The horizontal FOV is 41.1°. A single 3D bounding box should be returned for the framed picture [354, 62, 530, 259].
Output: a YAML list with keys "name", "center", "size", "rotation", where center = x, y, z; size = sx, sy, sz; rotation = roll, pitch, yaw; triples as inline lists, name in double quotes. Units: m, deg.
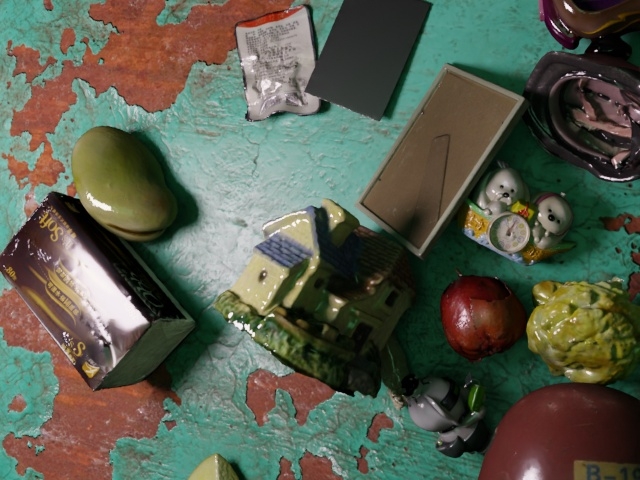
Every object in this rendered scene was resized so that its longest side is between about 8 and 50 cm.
- name: "framed picture"
  center: [0.206, -0.149, 1.523]
  size: [0.324, 0.020, 0.240]
  rotation: [-58, 37, 7]

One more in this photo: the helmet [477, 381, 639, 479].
- name: "helmet"
  center: [0.424, 0.338, 1.318]
  size: [0.384, 0.337, 0.230]
  rotation: [6, 82, 1]

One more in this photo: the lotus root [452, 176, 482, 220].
- name: "lotus root"
  center: [0.247, -0.105, 1.540]
  size: [0.088, 0.088, 0.165]
  rotation: [25, 89, 19]

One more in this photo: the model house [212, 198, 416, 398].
- name: "model house"
  center: [0.024, 0.091, 1.468]
  size: [0.261, 0.321, 0.266]
  rotation: [30, 88, 40]

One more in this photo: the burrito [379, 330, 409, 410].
- name: "burrito"
  center: [0.129, 0.219, 1.580]
  size: [0.058, 0.045, 0.188]
  rotation: [-21, 77, 4]

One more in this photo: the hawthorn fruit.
- name: "hawthorn fruit"
  center: [0.276, 0.122, 1.489]
  size: [0.148, 0.148, 0.172]
  rotation: [-28, 62, 16]

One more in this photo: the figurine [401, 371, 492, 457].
- name: "figurine"
  center: [0.218, 0.298, 1.492]
  size: [0.192, 0.147, 0.126]
  rotation: [40, 69, -15]

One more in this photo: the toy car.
- name: "toy car"
  center: [0.522, -0.443, 1.379]
  size: [0.340, 0.240, 0.271]
  rotation: [-6, 83, 16]

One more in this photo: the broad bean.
- name: "broad bean"
  center: [-0.404, -0.113, 1.737]
  size: [0.263, 0.189, 0.121]
  rotation: [56, 144, 15]

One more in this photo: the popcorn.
- name: "popcorn"
  center: [0.434, 0.138, 1.416]
  size: [0.197, 0.212, 0.198]
  rotation: [-6, 116, -12]

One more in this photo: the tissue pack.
- name: "tissue pack"
  center: [-0.450, 0.097, 1.715]
  size: [0.370, 0.198, 0.210]
  rotation: [46, 104, 18]

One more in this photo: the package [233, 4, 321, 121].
- name: "package"
  center: [-0.084, -0.345, 1.700]
  size: [0.166, 0.040, 0.232]
  rotation: [-11, 77, 12]

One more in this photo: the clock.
- name: "clock"
  center: [0.341, -0.043, 1.479]
  size: [0.231, 0.103, 0.144]
  rotation: [27, 104, -5]

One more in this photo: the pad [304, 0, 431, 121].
- name: "pad"
  center: [0.090, -0.367, 1.638]
  size: [0.170, 0.006, 0.246]
  rotation: [23, 90, 16]

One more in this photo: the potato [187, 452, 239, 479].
- name: "potato"
  center: [-0.219, 0.505, 1.687]
  size: [0.149, 0.081, 0.120]
  rotation: [-32, 45, 32]

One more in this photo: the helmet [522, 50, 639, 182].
- name: "helmet"
  center: [0.483, -0.217, 1.428]
  size: [0.253, 0.154, 0.198]
  rotation: [47, 141, 26]
